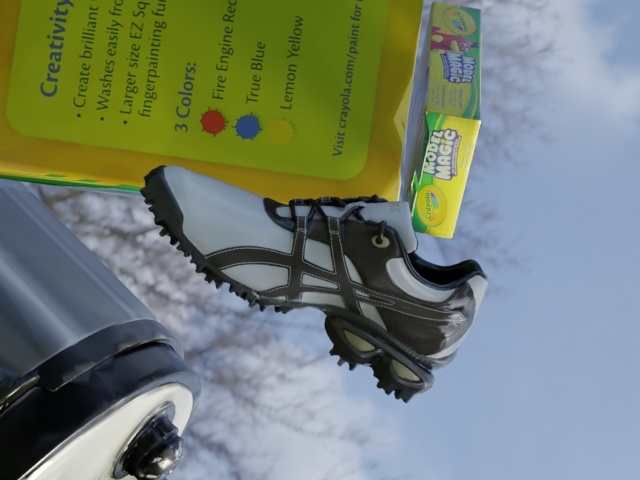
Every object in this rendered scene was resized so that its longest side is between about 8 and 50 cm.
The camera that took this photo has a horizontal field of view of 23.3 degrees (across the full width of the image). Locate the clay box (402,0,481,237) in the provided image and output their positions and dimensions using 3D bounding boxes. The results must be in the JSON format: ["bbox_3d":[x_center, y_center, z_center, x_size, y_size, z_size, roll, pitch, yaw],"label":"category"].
[{"bbox_3d":[0.107,-0.101,1.371,0.222,0.053,0.127,-83,-177,-52],"label":"clay box"}]

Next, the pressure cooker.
[{"bbox_3d":[-0.309,0.150,1.322,0.420,0.370,0.375,43,-40,13],"label":"pressure cooker"}]

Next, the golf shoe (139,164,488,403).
[{"bbox_3d":[0.000,0.000,0.833,0.094,0.198,0.077,-52,-161,18],"label":"golf shoe"}]

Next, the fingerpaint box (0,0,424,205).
[{"bbox_3d":[-0.112,-0.250,1.003,0.163,0.371,0.445,170,-73,-83],"label":"fingerpaint box"}]
